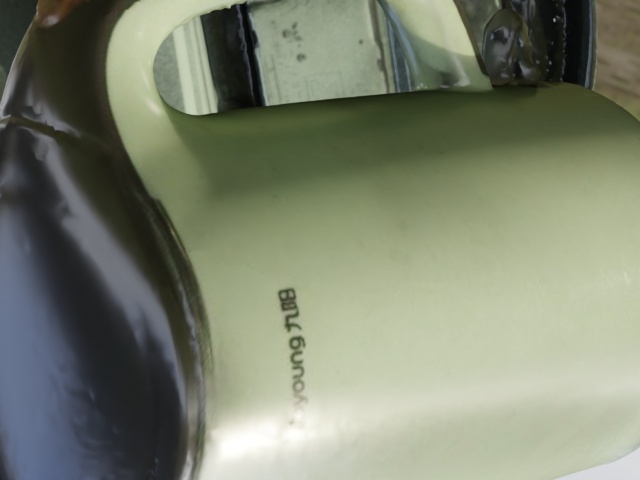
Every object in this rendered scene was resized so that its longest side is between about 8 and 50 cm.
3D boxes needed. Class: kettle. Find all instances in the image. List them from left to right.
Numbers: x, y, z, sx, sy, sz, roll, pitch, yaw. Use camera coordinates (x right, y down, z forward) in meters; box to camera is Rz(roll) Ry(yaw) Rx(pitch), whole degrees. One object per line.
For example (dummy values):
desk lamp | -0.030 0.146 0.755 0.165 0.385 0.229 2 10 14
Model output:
kettle | 0.000 0.000 0.570 0.255 0.240 0.165 -7 -173 -39

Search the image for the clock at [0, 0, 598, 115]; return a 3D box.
clock | -0.023 -0.125 0.952 0.386 0.386 0.076 21 -176 -10
